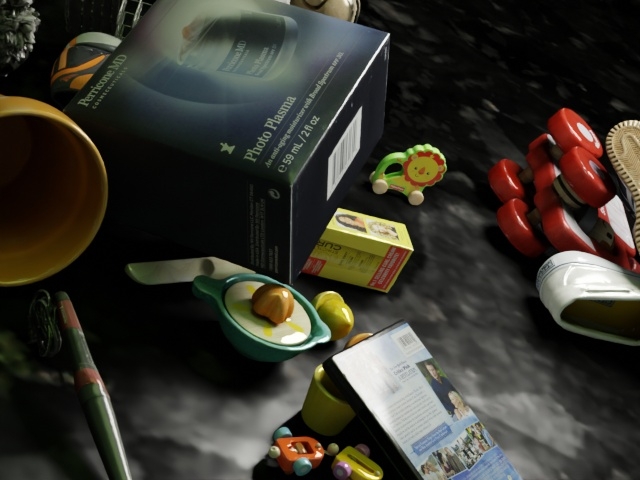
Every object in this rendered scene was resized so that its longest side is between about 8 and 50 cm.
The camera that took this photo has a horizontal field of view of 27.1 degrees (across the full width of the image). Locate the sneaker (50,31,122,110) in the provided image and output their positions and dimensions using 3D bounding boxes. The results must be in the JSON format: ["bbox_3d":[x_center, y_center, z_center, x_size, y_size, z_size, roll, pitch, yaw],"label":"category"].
[{"bbox_3d":[-0.219,-0.162,1.818,0.321,0.124,0.180,16,38,-6],"label":"sneaker"}]

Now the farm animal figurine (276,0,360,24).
[{"bbox_3d":[-0.045,-0.369,2.027,0.330,0.172,0.327,-13,20,-31],"label":"farm animal figurine"}]

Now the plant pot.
[{"bbox_3d":[-0.365,-0.079,1.494,0.205,0.205,0.188,8,19,-31],"label":"plant pot"}]

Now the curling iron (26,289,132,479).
[{"bbox_3d":[-0.237,0.160,1.352,0.035,0.068,0.274,0,45,-41],"label":"curling iron"}]

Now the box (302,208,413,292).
[{"bbox_3d":[0.000,0.000,1.758,0.232,0.087,0.058,15,35,-24],"label":"box"}]

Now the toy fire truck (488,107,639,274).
[{"bbox_3d":[0.418,-0.045,2.115,0.254,0.169,0.302,37,27,-22],"label":"toy fire truck"}]

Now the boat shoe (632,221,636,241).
[{"bbox_3d":[0.592,0.059,2.138,0.109,0.094,0.302,2,26,-22],"label":"boat shoe"}]

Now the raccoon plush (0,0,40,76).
[{"bbox_3d":[-0.580,-0.291,1.716,0.446,0.216,0.299,15,31,41],"label":"raccoon plush"}]

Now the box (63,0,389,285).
[{"bbox_3d":[-0.107,-0.144,1.610,0.294,0.183,0.296,18,50,15],"label":"box"}]

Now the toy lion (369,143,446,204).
[{"bbox_3d":[0.137,-0.107,2.021,0.100,0.096,0.034,16,32,-20],"label":"toy lion"}]

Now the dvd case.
[{"bbox_3d":[0.122,0.215,1.512,0.253,0.022,0.180,54,32,10],"label":"dvd case"}]

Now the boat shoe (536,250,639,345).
[{"bbox_3d":[0.498,0.124,1.925,0.367,0.136,0.156,17,31,-14],"label":"boat shoe"}]

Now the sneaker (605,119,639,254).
[{"bbox_3d":[0.510,-0.031,1.977,0.153,0.099,0.282,48,24,-57],"label":"sneaker"}]

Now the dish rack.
[{"bbox_3d":[-0.238,-0.283,1.903,0.271,0.208,0.074,15,65,-5],"label":"dish rack"}]

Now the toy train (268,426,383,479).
[{"bbox_3d":[0.017,0.267,1.404,0.125,0.046,0.166,-1,38,-39],"label":"toy train"}]

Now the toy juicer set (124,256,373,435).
[{"bbox_3d":[-0.046,0.079,1.594,0.329,0.089,0.209,37,31,16],"label":"toy juicer set"}]
